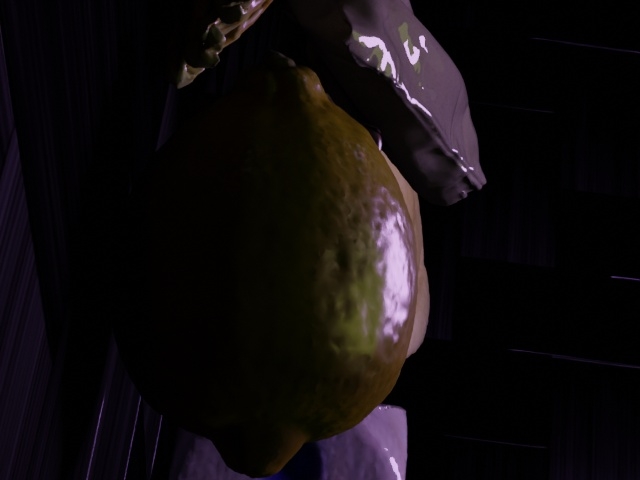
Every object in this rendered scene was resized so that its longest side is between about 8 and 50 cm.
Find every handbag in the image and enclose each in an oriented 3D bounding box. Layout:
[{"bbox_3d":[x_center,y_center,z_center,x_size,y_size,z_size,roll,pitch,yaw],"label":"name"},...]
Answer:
[{"bbox_3d":[0.033,-0.185,1.350,0.253,0.109,0.316,54,6,-45],"label":"handbag"}]

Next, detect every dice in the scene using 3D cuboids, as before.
[{"bbox_3d":[-0.040,0.278,1.665,0.259,0.243,0.251,72,25,-84],"label":"dice"}]

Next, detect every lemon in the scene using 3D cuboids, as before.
[{"bbox_3d":[-0.033,0.015,0.938,0.184,0.184,0.248,97,-3,-81],"label":"lemon"}]

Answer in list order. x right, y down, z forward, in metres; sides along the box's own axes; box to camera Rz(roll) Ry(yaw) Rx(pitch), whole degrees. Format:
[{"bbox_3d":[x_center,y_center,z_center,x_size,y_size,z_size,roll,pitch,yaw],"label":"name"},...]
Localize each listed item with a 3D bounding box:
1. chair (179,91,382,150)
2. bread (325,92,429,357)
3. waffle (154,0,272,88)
[{"bbox_3d":[-0.045,-0.014,1.222,0.319,0.160,0.186,-146,-111,-89],"label":"chair"},{"bbox_3d":[-0.012,0.001,1.700,0.320,0.237,0.321,-7,90,-84],"label":"bread"},{"bbox_3d":[-0.036,-0.197,1.048,0.214,0.054,0.208,-51,-174,27],"label":"waffle"}]
